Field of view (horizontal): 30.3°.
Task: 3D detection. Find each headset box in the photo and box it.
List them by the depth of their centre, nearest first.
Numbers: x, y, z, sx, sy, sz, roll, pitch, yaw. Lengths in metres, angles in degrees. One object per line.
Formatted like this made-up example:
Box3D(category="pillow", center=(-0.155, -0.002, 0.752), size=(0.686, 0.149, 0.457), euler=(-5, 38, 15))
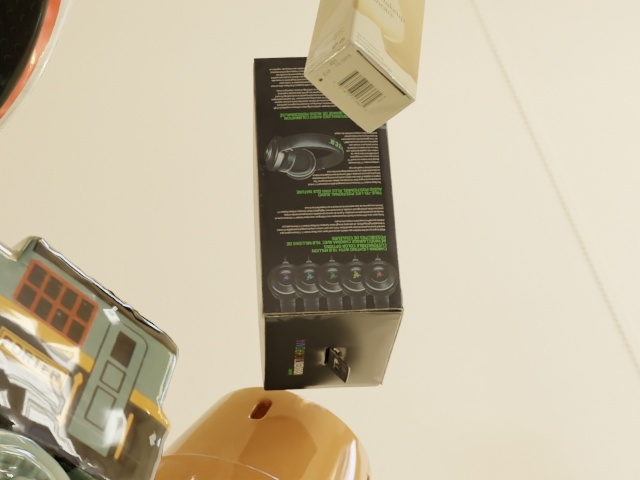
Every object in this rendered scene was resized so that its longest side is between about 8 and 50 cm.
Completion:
Box3D(category="headset box", center=(0.000, 0.000, 1.182), size=(0.131, 0.246, 0.283), euler=(-2, -114, -3))

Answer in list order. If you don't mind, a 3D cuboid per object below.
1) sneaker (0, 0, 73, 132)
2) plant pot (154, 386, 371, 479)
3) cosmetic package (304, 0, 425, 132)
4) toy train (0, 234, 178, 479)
Box3D(category="sneaker", center=(-0.128, -0.154, 0.579), size=(0.090, 0.270, 0.145), euler=(27, -165, 10))
Box3D(category="plant pot", center=(-0.069, 0.298, 1.272), size=(0.290, 0.291, 0.203), euler=(25, -137, 5))
Box3D(category="cosmetic package", center=(0.030, -0.128, 0.731), size=(0.060, 0.041, 0.115), euler=(38, -141, -27))
Box3D(category="toy train", center=(-0.206, 0.042, 0.475), size=(0.334, 0.142, 0.190), euler=(39, -144, -20))
